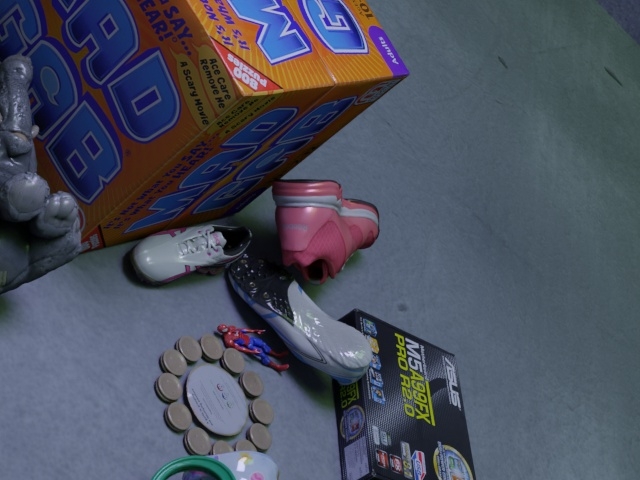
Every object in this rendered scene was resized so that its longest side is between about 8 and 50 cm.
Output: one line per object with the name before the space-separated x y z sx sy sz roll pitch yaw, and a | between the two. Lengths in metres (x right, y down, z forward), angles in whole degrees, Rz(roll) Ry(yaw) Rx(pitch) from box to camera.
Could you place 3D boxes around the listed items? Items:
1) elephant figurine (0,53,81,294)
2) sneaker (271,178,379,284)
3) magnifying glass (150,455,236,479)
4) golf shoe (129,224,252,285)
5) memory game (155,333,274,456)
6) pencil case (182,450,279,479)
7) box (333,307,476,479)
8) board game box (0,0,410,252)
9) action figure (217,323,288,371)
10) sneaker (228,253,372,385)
elephant figurine | -0.363 -0.062 1.401 0.186 0.169 0.239 -23 45 -14
sneaker | -0.001 0.000 1.808 0.314 0.116 0.136 25 69 -69
magnifying glass | -0.187 0.300 1.321 0.231 0.026 0.092 -25 55 -33
golf shoe | -0.168 0.007 1.633 0.186 0.086 0.067 -13 72 -53
memory game | -0.130 0.201 1.573 0.186 0.012 0.186 31 41 -31
pencil case | -0.086 0.369 1.386 0.124 0.113 0.273 27 42 -42
box | 0.118 0.252 1.784 0.216 0.060 0.270 27 42 -34
board game box | -0.185 -0.245 1.590 0.356 0.356 0.356 -17 74 -54
action figure | -0.090 0.137 1.665 0.115 0.030 0.038 28 46 -30
sneaker | -0.036 0.111 1.710 0.237 0.086 0.085 39 46 9
